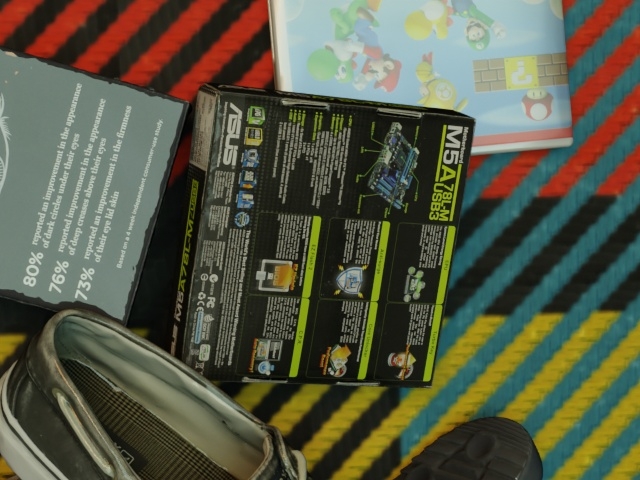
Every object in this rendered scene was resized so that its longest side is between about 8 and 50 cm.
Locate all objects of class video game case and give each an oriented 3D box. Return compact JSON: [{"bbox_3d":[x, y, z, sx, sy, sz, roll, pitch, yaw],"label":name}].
[{"bbox_3d":[0.062,-0.197,1.087,0.204,0.025,0.285,-6,93,-8],"label":"video game case"}]

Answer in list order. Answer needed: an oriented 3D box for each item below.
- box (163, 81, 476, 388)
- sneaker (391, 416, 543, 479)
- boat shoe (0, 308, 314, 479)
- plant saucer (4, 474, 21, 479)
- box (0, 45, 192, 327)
[{"bbox_3d":[0.000,0.000,1.043,0.184,0.045,0.191,3,102,-25],"label":"box"},{"bbox_3d":[0.067,0.273,1.083,0.131,0.112,0.319,40,82,-35],"label":"sneaker"},{"bbox_3d":[-0.056,0.168,0.953,0.335,0.119,0.121,34,51,3],"label":"boat shoe"},{"bbox_3d":[-0.164,0.247,1.037,0.198,0.036,0.199,-3,80,18],"label":"plant saucer"},{"bbox_3d":[-0.202,-0.044,1.015,0.207,0.108,0.153,17,90,-8],"label":"box"}]
